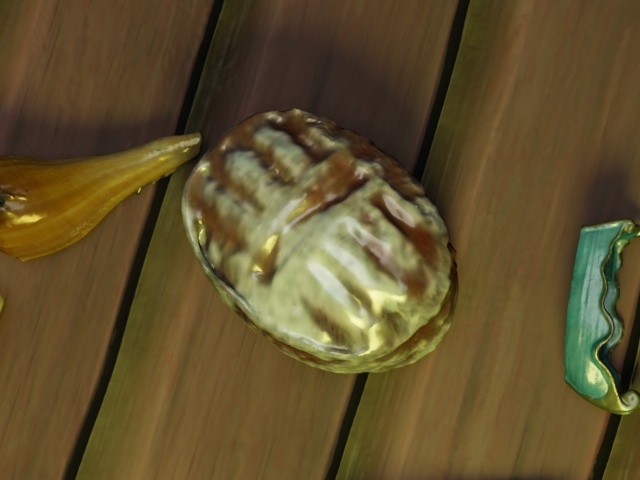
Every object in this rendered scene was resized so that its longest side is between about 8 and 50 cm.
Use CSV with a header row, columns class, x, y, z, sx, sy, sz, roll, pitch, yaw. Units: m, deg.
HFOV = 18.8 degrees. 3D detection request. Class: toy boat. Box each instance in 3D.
class,x,y,z,sx,sy,sz,roll,pitch,yaw
toy boat,0.279,0.071,1.843,0.077,0.075,0.185,7,83,20

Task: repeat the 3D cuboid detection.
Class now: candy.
class,x,y,z,sx,sy,sz,roll,pitch,yaw
candy,0.000,0.000,1.865,0.289,0.157,0.214,37,83,14

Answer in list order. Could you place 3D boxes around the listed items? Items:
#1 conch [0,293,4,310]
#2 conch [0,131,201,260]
class,x,y,z,sx,sy,sz,roll,pitch,yaw
conch,-0.411,0.150,1.943,0.255,0.127,0.158,-40,44,-21
conch,-0.277,-0.047,1.953,0.330,0.093,0.109,-18,79,6
